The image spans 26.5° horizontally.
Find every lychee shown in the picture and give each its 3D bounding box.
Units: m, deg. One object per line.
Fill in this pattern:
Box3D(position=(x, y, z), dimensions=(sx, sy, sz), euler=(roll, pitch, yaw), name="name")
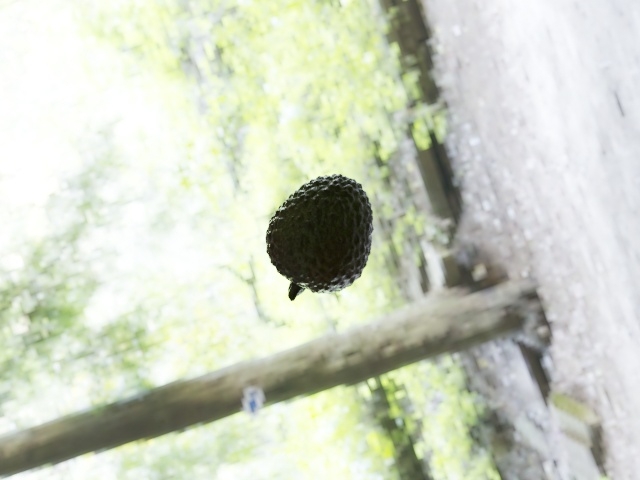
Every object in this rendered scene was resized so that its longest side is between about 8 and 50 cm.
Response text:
Box3D(position=(0.000, 0.000, 1.399), dimensions=(0.146, 0.114, 0.114), euler=(-63, 17, 16), name="lychee")
